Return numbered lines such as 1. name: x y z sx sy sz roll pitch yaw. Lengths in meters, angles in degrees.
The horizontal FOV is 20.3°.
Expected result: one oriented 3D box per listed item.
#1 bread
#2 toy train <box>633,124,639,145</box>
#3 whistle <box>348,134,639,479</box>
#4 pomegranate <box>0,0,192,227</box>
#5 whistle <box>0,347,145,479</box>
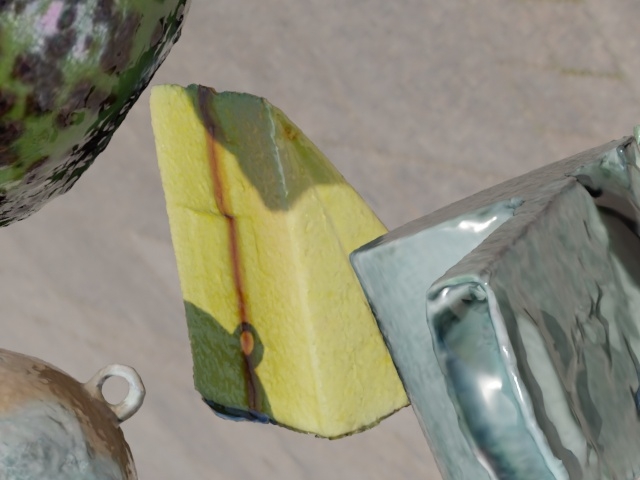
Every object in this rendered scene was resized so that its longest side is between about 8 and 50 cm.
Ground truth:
1. bread: -0.002 -0.003 1.308 0.168 0.163 0.264 13 117 49
2. toy train: 0.420 -0.102 1.793 0.173 0.307 0.249 0 142 -1
3. whistle: 0.138 0.049 1.001 0.405 0.188 0.168 -157 44 -86
4. pomegranate: -0.176 -0.103 0.682 0.254 0.270 0.254 23 157 10
5. whistle: -0.240 0.194 1.060 0.189 0.348 0.189 50 180 -1
